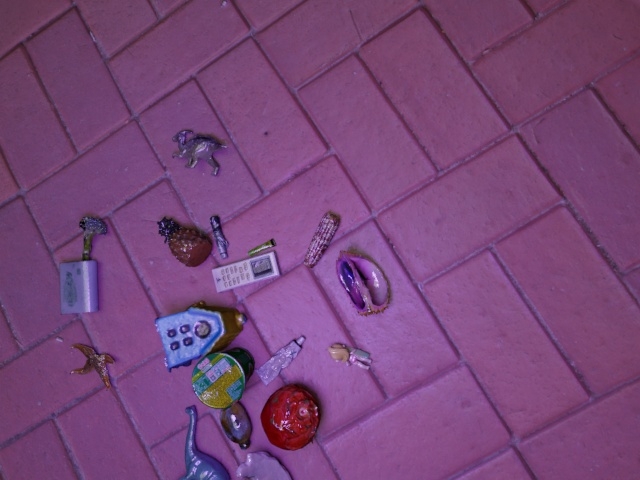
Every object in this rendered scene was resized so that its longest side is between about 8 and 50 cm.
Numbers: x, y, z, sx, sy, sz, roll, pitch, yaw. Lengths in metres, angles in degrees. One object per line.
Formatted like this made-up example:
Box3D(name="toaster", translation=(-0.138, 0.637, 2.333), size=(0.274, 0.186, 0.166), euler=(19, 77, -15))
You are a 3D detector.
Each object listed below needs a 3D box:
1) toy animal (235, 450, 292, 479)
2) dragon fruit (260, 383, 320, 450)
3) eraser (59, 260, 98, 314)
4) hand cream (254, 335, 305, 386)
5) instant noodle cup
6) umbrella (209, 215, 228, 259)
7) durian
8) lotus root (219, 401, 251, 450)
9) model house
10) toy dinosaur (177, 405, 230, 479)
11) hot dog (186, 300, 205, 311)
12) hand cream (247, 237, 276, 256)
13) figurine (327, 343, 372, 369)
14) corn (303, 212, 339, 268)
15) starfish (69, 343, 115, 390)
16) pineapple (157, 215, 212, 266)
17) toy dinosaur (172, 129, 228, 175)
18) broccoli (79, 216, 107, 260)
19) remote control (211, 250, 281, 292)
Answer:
Box3D(name="toy animal", translation=(-0.233, 0.961, 1.625), size=(0.307, 0.188, 0.266), euler=(33, 53, -24))
Box3D(name="dragon fruit", translation=(-0.110, 0.662, 1.597), size=(0.240, 0.252, 0.241), euler=(-2, 96, -21))
Box3D(name="eraser", translation=(-1.065, 0.207, 1.872), size=(0.174, 0.081, 0.227), euler=(-5, 87, 11))
Box3D(name="hand cream", translation=(-0.157, 0.481, 1.722), size=(0.257, 0.050, 0.084), euler=(-43, 83, 7))
Box3D(name="instant noodle cup", translation=(-0.357, 0.516, 1.654), size=(0.207, 0.232, 0.207), euler=(0, 87, 7))
Box3D(name="umbrella", translation=(-0.429, -0.014, 1.805), size=(0.050, 0.046, 0.188), euler=(-18, 83, 27))
Box3D(name="durian", translation=(0.172, 0.166, 1.657), size=(0.186, 0.154, 0.261), euler=(-9, 77, -14))
Box3D(name="lotus root", translation=(-0.335, 0.746, 1.707), size=(0.113, 0.088, 0.192), euler=(-30, 82, 22))
Box3D(name="model house", translation=(-0.459, 0.356, 1.687), size=(0.303, 0.237, 0.216), euler=(-22, 80, 4))
Box3D(name="toy dinosaur", translation=(-0.433, 0.892, 1.714), size=(0.383, 0.129, 0.331), euler=(19, 80, 9))
Box3D(name="hot dog", translation=(-0.534, 0.284, 1.804), size=(0.090, 0.034, 0.030), euler=(-26, 81, 6))
Box3D(name="hand cream", translation=(-0.247, 0.032, 1.786), size=(0.121, 0.023, 0.036), euler=(-25, 78, 3))
Box3D(name="figurine", translation=(0.114, 0.455, 1.669), size=(0.187, 0.083, 0.083), euler=(24, 89, 1))
Box3D(name="corn", translation=(0.000, 0.000, 1.725), size=(0.079, 0.079, 0.237), euler=(29, 94, 10))
Box3D(name="starfish", translation=(-0.996, 0.543, 1.854), size=(0.247, 0.050, 0.138), euler=(16, 89, 17))
Box3D(name="pineapple", translation=(-0.592, -0.013, 1.791), size=(0.278, 0.158, 0.158), euler=(37, 92, 21))
Box3D(name="toy dinosaur", translation=(-0.535, -0.388, 1.839), size=(0.294, 0.077, 0.162), euler=(18, 88, 11))
Box3D(name="broccoli", translation=(-1.025, -0.008, 1.886), size=(0.122, 0.118, 0.204), euler=(16, 105, -19))
Box3D(name="remote control", translation=(-0.308, 0.132, 1.770), size=(0.277, 0.055, 0.103), euler=(-16, 83, 8))
